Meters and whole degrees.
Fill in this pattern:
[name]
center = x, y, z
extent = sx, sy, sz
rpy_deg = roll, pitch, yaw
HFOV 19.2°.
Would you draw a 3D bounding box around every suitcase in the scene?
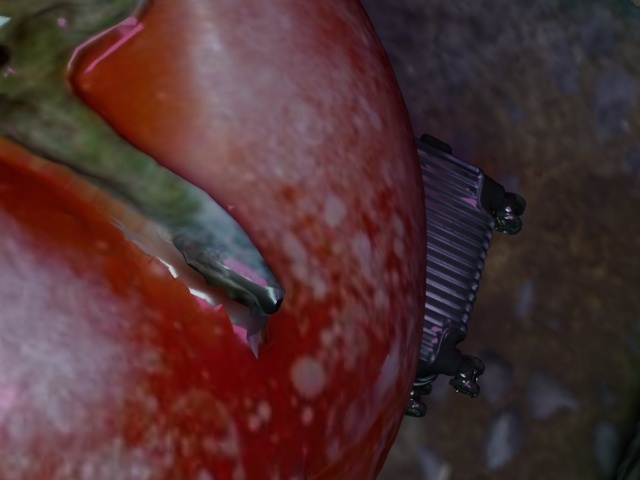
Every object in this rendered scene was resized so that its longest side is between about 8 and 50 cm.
[suitcase]
center = 0.000, 0.000, 0.632
extent = 0.126, 0.059, 0.086
rpy_deg = 24, 65, -18

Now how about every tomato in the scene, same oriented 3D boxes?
[tomato]
center = -0.113, 0.011, 0.469
extent = 0.270, 0.227, 0.270
rpy_deg = 15, 50, -19

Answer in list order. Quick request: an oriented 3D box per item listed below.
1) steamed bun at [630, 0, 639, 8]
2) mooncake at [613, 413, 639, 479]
[steamed bun]
center = 0.181, -0.137, 0.717
extent = 0.175, 0.145, 0.106
rpy_deg = 4, 75, -22
[mooncake]
center = 0.213, 0.152, 0.656
extent = 0.250, 0.136, 0.254
rpy_deg = 34, 62, -11
